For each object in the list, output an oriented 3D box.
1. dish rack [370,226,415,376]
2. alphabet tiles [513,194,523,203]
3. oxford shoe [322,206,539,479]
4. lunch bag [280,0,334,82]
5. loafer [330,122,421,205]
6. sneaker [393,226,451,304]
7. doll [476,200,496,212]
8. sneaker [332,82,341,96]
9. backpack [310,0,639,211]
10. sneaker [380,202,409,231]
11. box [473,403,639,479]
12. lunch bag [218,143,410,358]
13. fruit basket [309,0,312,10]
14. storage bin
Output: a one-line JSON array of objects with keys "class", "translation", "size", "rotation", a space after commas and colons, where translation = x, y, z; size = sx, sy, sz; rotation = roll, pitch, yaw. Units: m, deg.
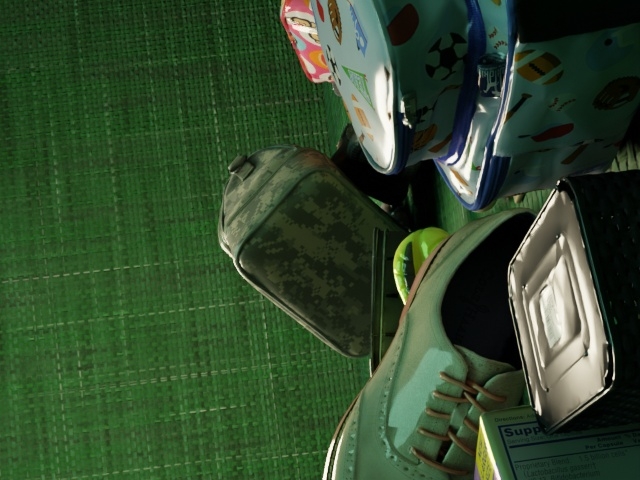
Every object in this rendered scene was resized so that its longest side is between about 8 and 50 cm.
[{"class": "dish rack", "translation": [0.123, 0.129, 1.241], "size": [0.271, 0.074, 0.208], "rotation": [66, -155, -57]}, {"class": "alphabet tiles", "translation": [0.175, -0.175, 0.858], "size": [0.237, 0.009, 0.198], "rotation": [89, 174, -63]}, {"class": "oxford shoe", "translation": [0.096, 0.146, 0.809], "size": [0.146, 0.141, 0.396], "rotation": [111, 177, -70]}, {"class": "lunch bag", "translation": [0.038, -0.366, 1.298], "size": [0.293, 0.120, 0.258], "rotation": [54, -134, -74]}, {"class": "loafer", "translation": [0.100, -0.146, 1.451], "size": [0.366, 0.134, 0.130], "rotation": [147, 145, -78]}, {"class": "sneaker", "translation": [0.165, 0.126, 1.066], "size": [0.123, 0.110, 0.295], "rotation": [-17, -84, -64]}, {"class": "doll", "translation": [0.153, -0.099, 0.915], "size": [0.129, 0.046, 0.189], "rotation": [-105, 8, -45]}, {"class": "sneaker", "translation": [0.046, -0.389, 1.725], "size": [0.319, 0.112, 0.131], "rotation": [94, 166, -66]}, {"class": "backpack", "translation": [0.103, -0.146, 0.610], "size": [0.263, 0.213, 0.276], "rotation": [68, -172, -60]}, {"class": "sneaker", "translation": [0.127, -0.047, 1.647], "size": [0.158, 0.061, 0.064], "rotation": [-130, 52, -73]}, {"class": "box", "translation": [0.185, 0.267, 0.647], "size": [0.243, 0.117, 0.213], "rotation": [-100, 4, -47]}, {"class": "lunch bag", "translation": [0.000, 0.000, 1.466], "size": [0.305, 0.212, 0.256], "rotation": [39, -172, -26]}, {"class": "fruit basket", "translation": [0.070, -0.373, 0.970], "size": [0.327, 0.166, 0.352], "rotation": [-107, 14, -73]}, {"class": "storage bin", "translation": [0.180, 0.042, 0.586], "size": [0.180, 0.084, 0.122], "rotation": [94, 168, -69]}]
